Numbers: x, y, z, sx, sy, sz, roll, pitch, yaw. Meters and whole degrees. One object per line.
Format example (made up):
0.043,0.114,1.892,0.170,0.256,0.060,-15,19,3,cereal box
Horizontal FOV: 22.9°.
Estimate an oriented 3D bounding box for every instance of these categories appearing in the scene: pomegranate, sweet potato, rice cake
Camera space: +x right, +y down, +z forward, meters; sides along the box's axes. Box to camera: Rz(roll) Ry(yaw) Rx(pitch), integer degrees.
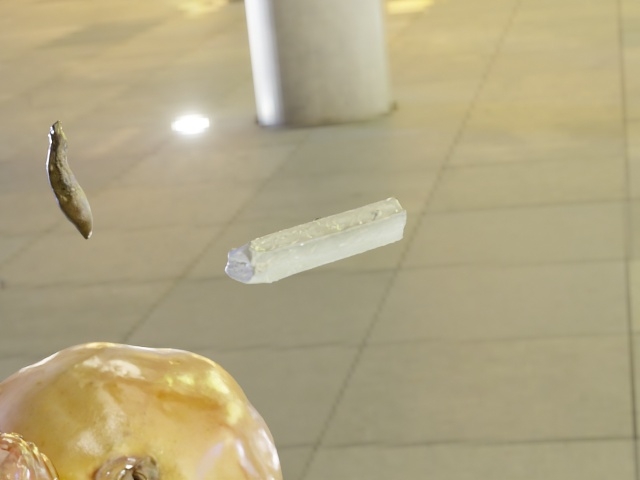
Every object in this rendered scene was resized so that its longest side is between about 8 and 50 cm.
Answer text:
-0.250,0.313,1.820,0.411,0.412,0.411,-5,14,1,pomegranate
-0.318,-0.072,1.968,0.038,0.153,0.041,-11,10,20,sweet potato
0.000,0.000,1.822,0.256,0.052,0.057,-17,9,-40,rice cake

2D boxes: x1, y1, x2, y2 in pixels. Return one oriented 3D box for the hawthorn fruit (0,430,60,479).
-0.322,0.245,1.417,0.189,0.189,0.189,-5,14,1,hawthorn fruit
